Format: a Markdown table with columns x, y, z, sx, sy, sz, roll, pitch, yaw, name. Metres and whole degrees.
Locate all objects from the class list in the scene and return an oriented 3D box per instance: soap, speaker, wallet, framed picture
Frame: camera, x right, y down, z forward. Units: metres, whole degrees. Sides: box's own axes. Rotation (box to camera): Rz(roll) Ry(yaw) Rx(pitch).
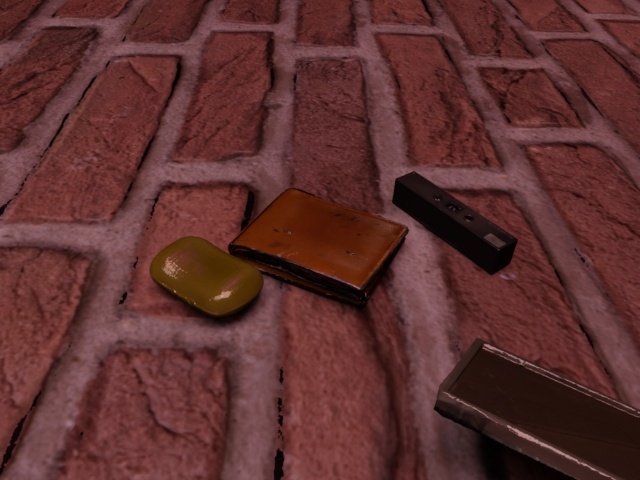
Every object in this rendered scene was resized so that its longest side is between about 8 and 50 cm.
| x | y | z | sx | sy | sz | roll | pitch | yaw | name |
| --- | --- | --- | --- | --- | --- | --- | --- | --- | --- |
| -0.136 | 0.043 | 0.667 | 0.140 | 0.045 | 0.089 | 26 | 48 | 24 | soap |
| 0.177 | -0.030 | 0.768 | 0.040 | 0.046 | 0.191 | -24 | 47 | -27 | speaker |
| -0.001 | 0.003 | 0.728 | 0.195 | 0.042 | 0.161 | 18 | 38 | 20 | wallet |
| 0.242 | 0.164 | 0.492 | 0.260 | 0.023 | 0.189 | 22 | 15 | 21 | framed picture |
